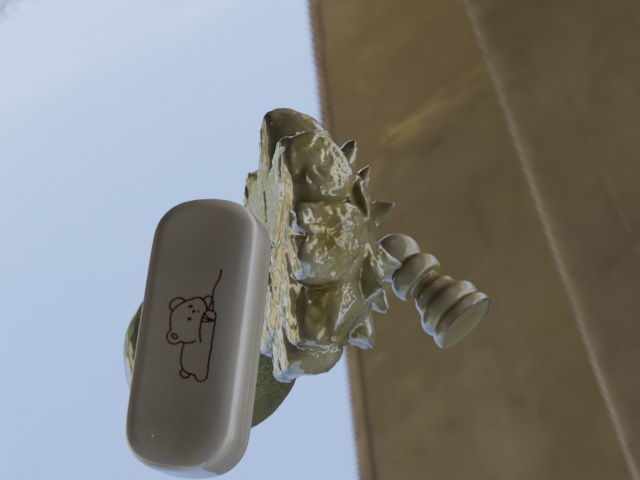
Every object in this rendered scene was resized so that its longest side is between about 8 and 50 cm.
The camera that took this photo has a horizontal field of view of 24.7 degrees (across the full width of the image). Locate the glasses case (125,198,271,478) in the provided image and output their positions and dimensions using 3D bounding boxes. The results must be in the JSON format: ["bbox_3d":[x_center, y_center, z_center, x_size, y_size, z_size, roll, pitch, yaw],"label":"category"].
[{"bbox_3d":[-0.084,0.067,1.020,0.083,0.050,0.196,0,-110,14],"label":"glasses case"}]

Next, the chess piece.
[{"bbox_3d":[0.141,0.059,1.982,0.094,0.094,0.170,-43,-115,-5],"label":"chess piece"}]

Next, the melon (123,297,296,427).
[{"bbox_3d":[-0.153,0.156,2.058,0.249,0.248,0.329,-30,180,18],"label":"melon"}]

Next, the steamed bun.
[{"bbox_3d":[0.000,0.000,1.565,0.295,0.137,0.292,121,-36,-66],"label":"steamed bun"}]
